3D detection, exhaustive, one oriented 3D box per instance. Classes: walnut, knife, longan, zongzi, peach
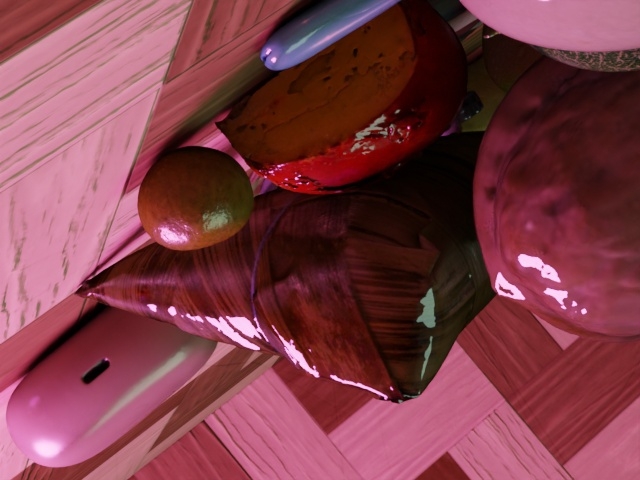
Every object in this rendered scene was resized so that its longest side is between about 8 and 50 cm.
[{"bbox_3d":[0.200,-0.035,1.017,0.224,0.224,0.224,-39,173,-6],"label":"walnut"},{"bbox_3d":[0.053,-0.171,0.970,0.222,0.031,0.064,-35,176,-14],"label":"knife"},{"bbox_3d":[-0.080,-0.022,1.013,0.075,0.075,0.083,-38,144,-19],"label":"longan"},{"bbox_3d":[0.000,0.000,1.186,0.300,0.138,0.286,2,-157,28],"label":"zongzi"},{"bbox_3d":[0.024,-0.087,1.042,0.172,0.092,0.127,-32,161,-20],"label":"peach"}]

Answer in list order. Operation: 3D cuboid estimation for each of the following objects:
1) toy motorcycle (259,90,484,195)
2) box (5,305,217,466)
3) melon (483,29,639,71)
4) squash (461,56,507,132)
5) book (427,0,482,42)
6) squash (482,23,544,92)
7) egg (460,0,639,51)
[{"bbox_3d":[0.030,-0.066,1.287,0.215,0.080,0.122,-27,-173,26],"label":"toy motorcycle"},{"bbox_3d":[-0.173,0.111,1.320,0.200,0.088,0.146,-39,174,1],"label":"box"},{"bbox_3d":[0.201,-0.202,0.904,0.288,0.182,0.182,-43,174,-15],"label":"melon"},{"bbox_3d":[0.180,-0.129,1.567,0.371,0.118,0.118,-31,169,-48],"label":"squash"},{"bbox_3d":[0.115,-0.194,1.164,0.289,0.026,0.201,-43,171,27],"label":"book"},{"bbox_3d":[0.188,-0.170,1.122,0.187,0.123,0.123,-42,174,40],"label":"squash"},{"bbox_3d":[0.150,-0.188,0.712,0.186,0.186,0.253,-32,168,-50],"label":"egg"}]
